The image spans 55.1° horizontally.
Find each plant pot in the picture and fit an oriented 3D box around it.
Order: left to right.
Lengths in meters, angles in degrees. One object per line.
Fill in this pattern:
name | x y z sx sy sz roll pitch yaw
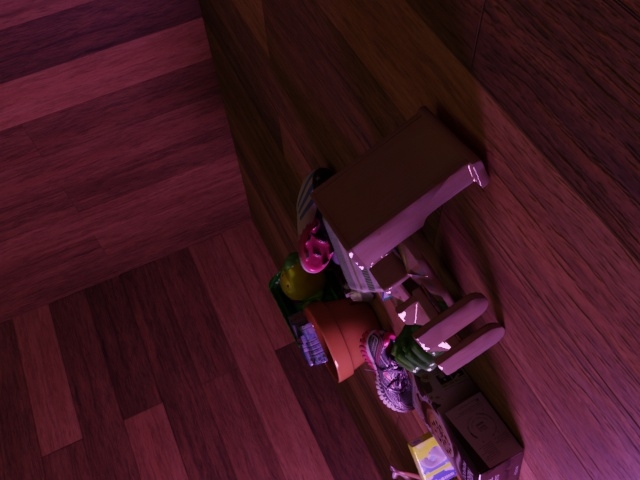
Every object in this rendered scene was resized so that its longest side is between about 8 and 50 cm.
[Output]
plant pot | 0.091 0.325 2.155 0.291 0.203 0.291 158 90 -79

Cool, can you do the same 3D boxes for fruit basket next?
fruit basket | -0.066 0.198 2.386 0.392 0.283 0.392 42 -165 -14

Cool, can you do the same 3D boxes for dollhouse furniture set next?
dollhouse furniture set | 0.196 -0.013 1.162 0.394 0.256 0.362 48 -172 -50

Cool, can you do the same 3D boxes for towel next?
towel | 0.128 0.028 1.654 0.325 0.038 0.248 -7 107 64

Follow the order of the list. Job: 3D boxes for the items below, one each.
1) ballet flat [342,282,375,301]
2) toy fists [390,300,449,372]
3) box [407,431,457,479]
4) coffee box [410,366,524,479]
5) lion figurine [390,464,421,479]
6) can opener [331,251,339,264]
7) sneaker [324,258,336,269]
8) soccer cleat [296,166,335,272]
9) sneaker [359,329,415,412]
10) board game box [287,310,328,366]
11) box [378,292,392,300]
ballet flat | 0.123 0.178 2.066 0.213 0.068 0.072 -170 58 -76
toy fists | 0.232 0.224 1.396 0.096 0.142 0.279 28 165 0
box | 0.351 0.688 1.906 0.178 0.109 0.042 69 167 -10
coffee box | 0.337 0.437 1.451 0.297 0.118 0.168 -124 16 -44
lion figurine | 0.386 1.014 2.256 0.142 0.240 0.392 -28 -70 -66
can opener | 0.078 0.018 1.882 0.283 0.095 0.076 77 168 -69
sneaker | 0.000 0.000 2.246 0.118 0.083 0.222 124 123 -76
soccer cleat | -0.018 -0.057 1.861 0.143 0.116 0.331 -18 61 58
sneaker | 0.230 0.421 1.951 0.112 0.121 0.299 -13 110 48
board game box | -0.050 0.348 2.185 0.194 0.060 0.194 65 169 6
box | 0.157 0.075 1.773 0.105 0.043 0.179 86 160 -57
